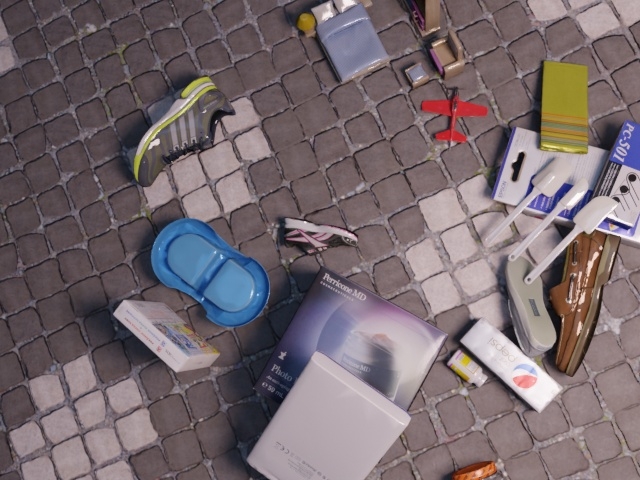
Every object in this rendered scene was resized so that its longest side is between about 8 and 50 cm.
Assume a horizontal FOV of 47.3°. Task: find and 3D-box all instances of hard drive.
[{"bbox_3d":[0.007,0.382,1.404,0.210,0.040,0.318,34,122,7],"label":"hard drive"}]

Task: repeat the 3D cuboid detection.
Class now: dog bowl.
[{"bbox_3d":[-0.241,0.075,1.651,0.297,0.074,0.165,36,87,13],"label":"dog bowl"}]

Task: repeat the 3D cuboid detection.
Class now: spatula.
[{"bbox_3d":[0.467,-0.040,1.518,0.242,0.019,0.168,-48,66,11],"label":"spatula"}]

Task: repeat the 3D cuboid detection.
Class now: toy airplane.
[{"bbox_3d":[0.299,-0.278,1.653,0.151,0.028,0.151,-1,80,7],"label":"toy airplane"}]

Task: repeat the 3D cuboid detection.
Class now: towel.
[{"bbox_3d":[0.531,-0.291,1.591,0.102,0.021,0.237,9,63,3],"label":"towel"}]

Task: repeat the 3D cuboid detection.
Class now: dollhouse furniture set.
[{"bbox_3d":[0.123,-0.463,1.624,0.304,0.198,0.286,-25,78,4],"label":"dollhouse furniture set"}]

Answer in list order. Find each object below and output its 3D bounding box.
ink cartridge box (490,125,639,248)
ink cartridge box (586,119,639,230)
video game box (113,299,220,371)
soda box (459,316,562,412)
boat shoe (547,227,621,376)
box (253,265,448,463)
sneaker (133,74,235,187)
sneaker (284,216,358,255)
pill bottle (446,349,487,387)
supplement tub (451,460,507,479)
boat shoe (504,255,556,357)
[{"bbox_3d":[0.568,-0.110,1.567,0.371,0.069,0.175,18,84,8],"label":"ink cartridge box"},{"bbox_3d":[0.632,-0.135,1.508,0.097,0.046,0.207,23,85,11],"label":"ink cartridge box"},{"bbox_3d":[-0.326,0.204,1.576,0.187,0.205,0.048,37,91,13],"label":"video game box"},{"bbox_3d":[0.395,0.259,1.528,0.216,0.069,0.074,43,89,13],"label":"soda box"},{"bbox_3d":[0.528,0.124,1.517,0.105,0.111,0.307,17,87,25],"label":"boat shoe"},{"bbox_3d":[0.067,0.251,1.522,0.296,0.183,0.293,28,85,11],"label":"box"},{"bbox_3d":[-0.319,-0.239,1.700,0.121,0.111,0.300,38,90,8],"label":"sneaker"},{"bbox_3d":[0.000,0.000,1.639,0.178,0.072,0.077,12,94,18],"label":"sneaker"},{"bbox_3d":[0.312,0.273,1.551,0.083,0.043,0.043,40,88,12],"label":"pill bottle"},{"bbox_3d":[0.339,0.549,1.464,0.117,0.117,0.190,-20,78,5],"label":"supplement tub"},{"bbox_3d":[0.422,0.139,1.530,0.079,0.081,0.227,7,52,-18],"label":"boat shoe"}]
